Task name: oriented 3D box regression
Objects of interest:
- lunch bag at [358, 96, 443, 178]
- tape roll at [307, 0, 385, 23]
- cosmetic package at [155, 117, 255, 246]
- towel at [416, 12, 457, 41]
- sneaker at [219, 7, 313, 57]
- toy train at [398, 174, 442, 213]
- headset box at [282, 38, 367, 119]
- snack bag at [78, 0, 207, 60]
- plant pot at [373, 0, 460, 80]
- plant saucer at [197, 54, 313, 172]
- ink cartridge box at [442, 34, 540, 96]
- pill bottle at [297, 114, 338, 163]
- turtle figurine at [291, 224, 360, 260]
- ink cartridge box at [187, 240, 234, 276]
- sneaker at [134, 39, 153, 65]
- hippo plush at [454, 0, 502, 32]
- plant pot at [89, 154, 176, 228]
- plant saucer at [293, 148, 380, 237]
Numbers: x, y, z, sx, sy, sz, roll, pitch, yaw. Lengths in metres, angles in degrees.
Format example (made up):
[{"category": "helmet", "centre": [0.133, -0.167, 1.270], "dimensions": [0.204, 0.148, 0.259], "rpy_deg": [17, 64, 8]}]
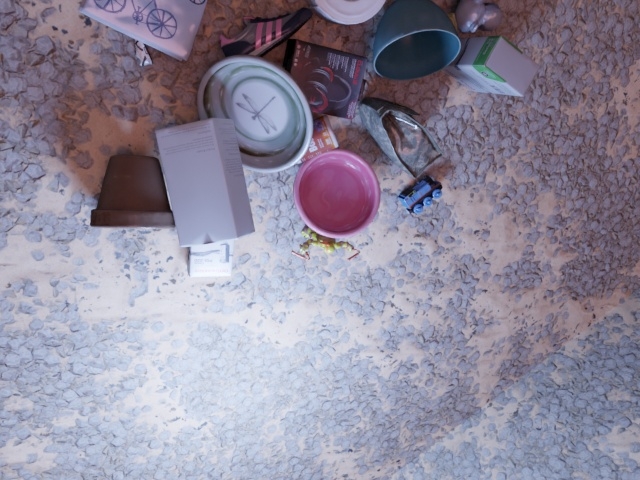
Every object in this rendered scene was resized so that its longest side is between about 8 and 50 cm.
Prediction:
[{"category": "lunch bag", "centre": [0.275, -0.400, 1.820], "dimensions": [0.169, 0.235, 0.287], "rpy_deg": [-42, 120, 7]}, {"category": "tape roll", "centre": [0.083, -0.854, 1.639], "dimensions": [0.286, 0.100, 0.286], "rpy_deg": [-8, 114, -18]}, {"category": "cosmetic package", "centre": [-0.365, -0.184, 1.622], "dimensions": [0.217, 0.156, 0.384], "rpy_deg": [-6, 101, 17]}, {"category": "towel", "centre": [0.417, -0.747, 1.813], "dimensions": [0.148, 0.027, 0.110], "rpy_deg": [-8, 120, 18]}, {"category": "sneaker", "centre": [-0.176, -0.680, 1.612], "dimensions": [0.319, 0.112, 0.131], "rpy_deg": [-36, 103, -8]}, {"category": "toy train", "centre": [0.411, -0.188, 2.050], "dimensions": [0.184, 0.080, 0.105], "rpy_deg": [-39, 113, -1]}, {"category": "headset box", "centre": [0.016, -0.548, 1.734], "dimensions": [0.293, 0.110, 0.218], "rpy_deg": [7, 108, -23]}, {"category": "snack bag", "centre": [-0.494, -0.759, 1.488], "dimensions": [0.323, 0.037, 0.342], "rpy_deg": [19, 95, -25]}, {"category": "plant pot", "centre": [0.311, -0.707, 1.712], "dimensions": [0.290, 0.290, 0.195], "rpy_deg": [-3, 76, -19]}, {"category": "plant saucer", "centre": [-0.202, -0.418, 1.648], "dimensions": [0.401, 0.100, 0.400], "rpy_deg": [11, 131, 13]}, {"category": "ink cartridge box", "centre": [0.597, -0.628, 1.815], "dimensions": [0.211, 0.289, 0.121], "rpy_deg": [23, 99, -27]}, {"category": "pill bottle", "centre": [-0.055, -0.345, 1.774], "dimensions": [0.216, 0.121, 0.121], "rpy_deg": [-23, 118, 6]}, {"category": "turtle figurine", "centre": [0.000, 0.000, 1.895], "dimensions": [0.270, 0.217, 0.087], "rpy_deg": [-2, 112, -19]}, {"category": "ink cartridge box", "centre": [-0.398, 0.019, 1.830], "dimensions": [0.159, 0.092, 0.217], "rpy_deg": [0, 113, -20]}, {"category": "sneaker", "centre": [-0.556, -0.590, 1.547], "dimensions": [0.044, 0.040, 0.109], "rpy_deg": [-19, 113, -2]}, {"category": "hippo plush", "centre": [0.561, -0.845, 1.742], "dimensions": [0.294, 0.234, 0.236], "rpy_deg": [-4, 112, -19]}, {"category": "plant pot", "centre": [-0.600, -0.154, 1.616], "dimensions": [0.263, 0.263, 0.229], "rpy_deg": [-1, 94, -20]}, {"category": "plant saucer", "centre": [0.056, -0.172, 1.868], "dimensions": [0.332, 0.084, 0.332], "rpy_deg": [1, 87, -16]}]
